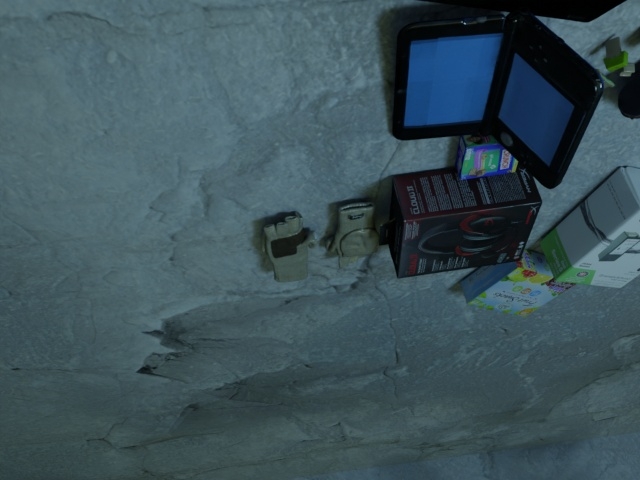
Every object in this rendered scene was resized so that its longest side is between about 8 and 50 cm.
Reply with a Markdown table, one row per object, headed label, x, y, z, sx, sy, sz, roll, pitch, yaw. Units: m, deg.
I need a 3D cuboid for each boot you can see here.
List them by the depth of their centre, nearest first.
| label | x | y | z | sx | sy | sz | roll | pitch | yaw |
| --- | --- | --- | --- | --- | --- | --- | --- | --- | --- |
| boot | 0.596 | -0.281 | 1.218 | 0.219 | 0.082 | 0.106 | -35 | 167 | 17 |

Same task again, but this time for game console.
| label | x | y | z | sx | sy | sz | roll | pitch | yaw |
| --- | --- | --- | --- | --- | --- | --- | --- | --- | --- |
| game console | 0.256 | -0.196 | 1.124 | 0.173 | 0.250 | 0.293 | -34 | 157 | -11 |

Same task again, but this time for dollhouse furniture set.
| label | x | y | z | sx | sy | sz | roll | pitch | yaw |
| --- | --- | --- | --- | --- | --- | --- | --- | --- | --- |
| dollhouse furniture set | 0.475 | -0.292 | 1.189 | 0.076 | 0.059 | 0.151 | 13 | 160 | -42 |

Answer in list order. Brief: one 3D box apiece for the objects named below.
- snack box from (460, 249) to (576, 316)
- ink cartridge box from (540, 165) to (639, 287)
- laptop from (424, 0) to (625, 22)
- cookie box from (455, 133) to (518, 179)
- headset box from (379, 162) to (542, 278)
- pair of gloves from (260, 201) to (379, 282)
| label | x | y | z | sx | sy | sz | roll | pitch | yaw |
| --- | --- | --- | --- | --- | --- | --- | --- | --- | --- |
| snack box | 0.470 | 0.102 | 1.736 | 0.207 | 0.070 | 0.174 | 16 | 139 | -32 |
| ink cartridge box | 0.642 | -0.019 | 1.557 | 0.198 | 0.115 | 0.273 | 7 | 143 | -23 |
| laptop | 0.291 | -0.469 | 0.880 | 0.381 | 0.236 | 0.408 | 2 | 173 | -17 |
| cookie box | 0.307 | -0.159 | 1.328 | 0.107 | 0.040 | 0.092 | -9 | 146 | -3 |
| headset box | 0.259 | -0.036 | 1.436 | 0.293 | 0.110 | 0.218 | -8 | 147 | -4 |
| pair of gloves | 0.000 | 0.000 | 1.488 | 0.240 | 0.042 | 0.204 | -13 | 143 | 1 |
